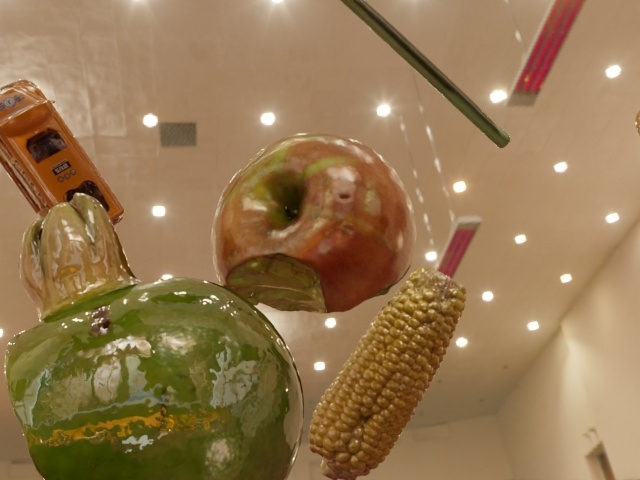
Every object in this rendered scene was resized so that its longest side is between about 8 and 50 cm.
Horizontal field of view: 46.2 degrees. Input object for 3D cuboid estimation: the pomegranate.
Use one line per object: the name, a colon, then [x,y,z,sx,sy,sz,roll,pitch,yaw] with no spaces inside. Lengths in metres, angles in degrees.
pomegranate: [-0.106,0.091,0.500,0.159,0.241,0.190,-27,-43,-15]

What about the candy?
candy: [0.038,-0.223,0.721,0.440,0.119,0.119,37,-52,-23]

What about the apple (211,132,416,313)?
apple: [0.000,0.000,0.911,0.246,0.246,0.226,-22,-35,19]

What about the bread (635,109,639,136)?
bread: [0.399,-0.090,0.797,0.084,0.119,0.177,-27,-73,22]

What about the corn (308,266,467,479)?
corn: [0.094,0.199,1.101,0.130,0.130,0.347,29,-90,-41]

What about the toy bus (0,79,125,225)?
toy bus: [-0.300,-0.088,0.829,0.083,0.194,0.088,-37,8,-24]
